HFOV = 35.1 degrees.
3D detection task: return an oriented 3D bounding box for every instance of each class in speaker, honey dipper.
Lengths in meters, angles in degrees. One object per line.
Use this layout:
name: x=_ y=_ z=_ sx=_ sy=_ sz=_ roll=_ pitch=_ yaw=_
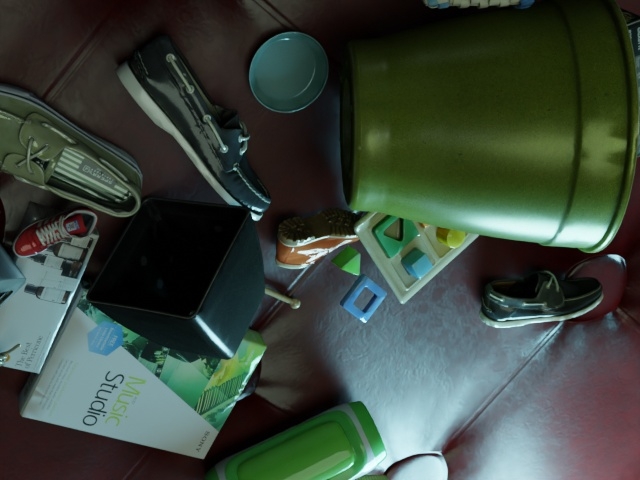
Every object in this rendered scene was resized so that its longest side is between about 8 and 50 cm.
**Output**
speaker: x=-0.041 y=0.385 z=1.726 sx=0.296 sy=0.131 sz=0.131 roll=-24 pitch=123 yaw=-8
honey dipper: x=-0.095 y=0.076 z=1.598 sx=0.160 sy=0.030 sz=0.030 roll=28 pitch=104 yaw=-34

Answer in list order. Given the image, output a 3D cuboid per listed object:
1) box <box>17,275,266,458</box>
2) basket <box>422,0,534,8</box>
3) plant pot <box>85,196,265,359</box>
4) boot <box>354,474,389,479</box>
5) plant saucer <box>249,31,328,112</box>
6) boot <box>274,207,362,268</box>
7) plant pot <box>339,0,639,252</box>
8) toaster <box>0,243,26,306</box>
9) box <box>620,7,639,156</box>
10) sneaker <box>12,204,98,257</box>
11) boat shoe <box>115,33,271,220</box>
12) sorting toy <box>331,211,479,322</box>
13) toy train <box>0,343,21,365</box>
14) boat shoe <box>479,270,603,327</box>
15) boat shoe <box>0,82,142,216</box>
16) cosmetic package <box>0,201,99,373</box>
box: x=-0.274 y=0.206 z=1.578 sx=0.322 sy=0.058 sz=0.232 roll=20 pitch=107 yaw=-30
basket: x=0.253 y=-0.417 z=1.339 sx=0.289 sy=0.255 sz=0.201 roll=-9 pitch=118 yaw=-4
plant pot: x=-0.182 y=0.067 z=1.443 sx=0.187 sy=0.188 sz=0.167 roll=-65 pitch=146 yaw=-29
boot: x=0.011 y=0.554 z=1.863 sx=0.211 sy=0.104 sz=0.295 roll=-2 pitch=112 yaw=-15
plant saucer: x=-0.048 y=-0.243 z=1.450 sx=0.119 sy=0.021 sz=0.119 roll=-9 pitch=119 yaw=-17
boot: x=0.000 y=0.000 z=1.586 sx=0.158 sy=0.059 sz=0.085 roll=-9 pitch=139 yaw=-24
plant pot: x=0.207 y=-0.161 z=1.419 sx=0.353 sy=0.366 sz=0.366 roll=-1 pitch=118 yaw=-3
toaster: x=-0.498 y=0.058 z=1.331 sx=0.185 sy=0.168 sz=0.110 roll=-42 pitch=84 yaw=11
box: x=0.426 y=-0.252 z=1.542 sx=0.051 sy=0.175 sz=0.220 roll=-20 pitch=121 yaw=-11
sneaker: x=-0.353 y=-0.012 z=1.356 sx=0.118 sy=0.067 sz=0.042 roll=-32 pitch=110 yaw=-21
boat shoe: x=-0.151 y=-0.151 z=1.403 sx=0.091 sy=0.114 sz=0.302 roll=-37 pitch=125 yaw=7
sorting toy: x=0.164 y=-0.013 z=1.600 sx=0.347 sy=0.047 sz=0.196 roll=-41 pitch=127 yaw=-11
toy train: x=-0.532 y=0.228 z=1.393 sx=0.248 sy=0.143 sz=0.105 roll=-21 pitch=126 yaw=20
boat shoe: x=0.392 y=0.093 z=1.767 sx=0.233 sy=0.084 sz=0.079 roll=-8 pitch=120 yaw=-14
boat shoe: x=-0.365 y=-0.122 z=1.345 sx=0.302 sy=0.094 sz=0.109 roll=22 pitch=107 yaw=-30
cosmetic package: x=-0.410 y=0.071 z=1.451 sx=0.099 sy=0.060 sz=0.239 roll=18 pitch=108 yaw=-27
